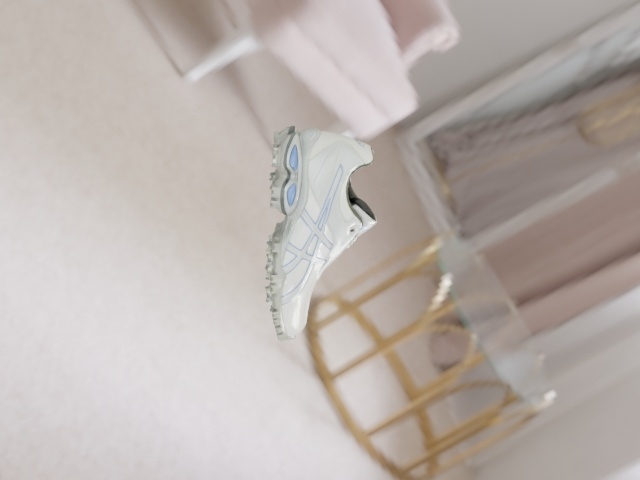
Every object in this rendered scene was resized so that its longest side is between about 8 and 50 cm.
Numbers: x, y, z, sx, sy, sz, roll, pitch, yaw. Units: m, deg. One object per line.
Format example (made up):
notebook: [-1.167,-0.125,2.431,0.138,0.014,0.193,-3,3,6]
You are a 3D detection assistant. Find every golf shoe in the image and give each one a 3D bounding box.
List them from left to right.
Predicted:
golf shoe: [0.000,0.000,1.187,0.069,0.086,0.176,-97,-169,-63]
